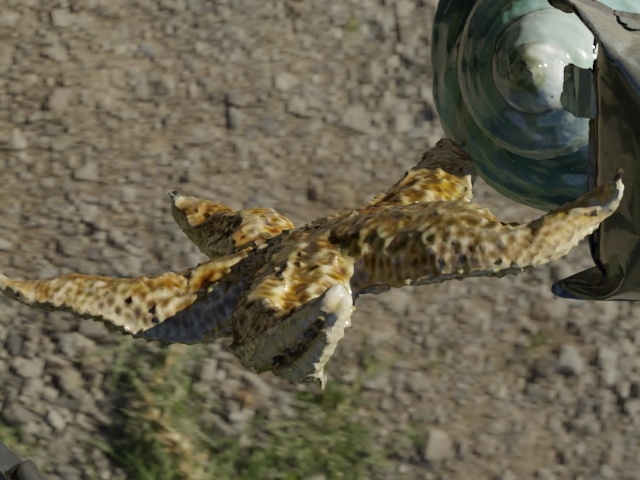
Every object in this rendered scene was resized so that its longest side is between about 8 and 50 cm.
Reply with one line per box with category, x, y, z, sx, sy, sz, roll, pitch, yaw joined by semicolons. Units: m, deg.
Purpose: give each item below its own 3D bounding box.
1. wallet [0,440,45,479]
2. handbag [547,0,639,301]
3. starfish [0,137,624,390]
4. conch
wallet;-0.162;0.235;1.173;0.041;0.323;0.247;-33;90;-14
handbag;0.233;-0.038;0.765;0.117;0.270;0.182;-56;145;-57
starfish;0.000;0.000;0.745;0.236;0.277;0.062;-57;131;-63
conch;0.158;-0.123;1.069;0.195;0.220;0.277;43;29;5
